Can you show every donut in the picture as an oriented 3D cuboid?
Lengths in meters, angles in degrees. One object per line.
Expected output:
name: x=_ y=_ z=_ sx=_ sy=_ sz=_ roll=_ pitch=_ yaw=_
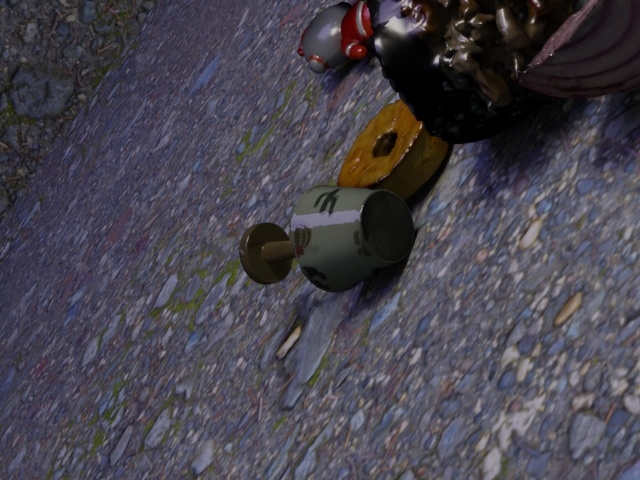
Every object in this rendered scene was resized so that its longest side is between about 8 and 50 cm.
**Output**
donut: x=0.087 y=-0.097 z=1.748 sx=0.152 sy=0.058 sz=0.152 roll=-45 pitch=21 yaw=22

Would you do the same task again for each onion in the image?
onion: x=0.316 y=-0.221 z=1.349 sx=0.247 sy=0.111 sz=0.250 roll=-43 pitch=-3 yaw=-37

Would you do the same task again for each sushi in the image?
sushi: x=0.169 y=-0.223 z=1.552 sx=0.218 sy=0.225 sz=0.238 roll=-35 pitch=69 yaw=20

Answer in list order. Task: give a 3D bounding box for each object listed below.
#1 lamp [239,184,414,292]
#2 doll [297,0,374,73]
lamp: x=0.000 y=0.000 z=1.712 sx=0.214 sy=0.121 sz=0.121 roll=-10 pitch=49 yaw=47
doll: x=0.043 y=-0.293 z=2.144 sx=0.245 sy=0.076 sz=0.142 roll=-21 pitch=37 yaw=53
